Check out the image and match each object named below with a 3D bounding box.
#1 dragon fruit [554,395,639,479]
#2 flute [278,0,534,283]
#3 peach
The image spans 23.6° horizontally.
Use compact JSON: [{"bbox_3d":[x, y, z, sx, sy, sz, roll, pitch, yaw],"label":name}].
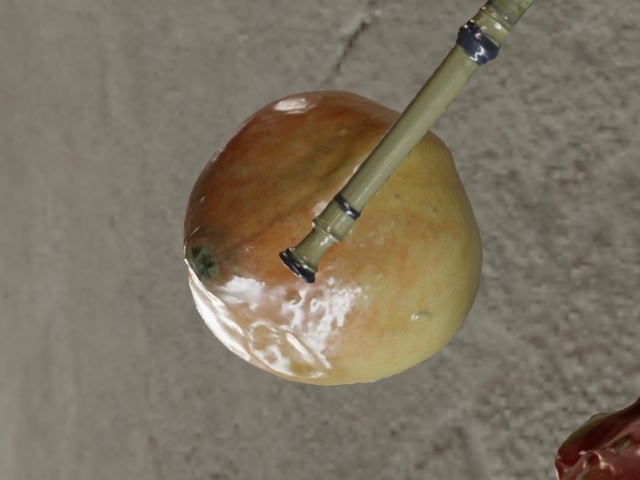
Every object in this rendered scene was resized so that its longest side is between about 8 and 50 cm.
[{"bbox_3d":[0.248,0.209,0.946,0.302,0.231,0.237,-27,24,24],"label":"dragon fruit"},{"bbox_3d":[0.059,-0.073,0.828,0.233,0.027,0.027,-51,29,3],"label":"flute"},{"bbox_3d":[0.000,0.000,1.090,0.232,0.232,0.233,-177,90,-67],"label":"peach"}]
